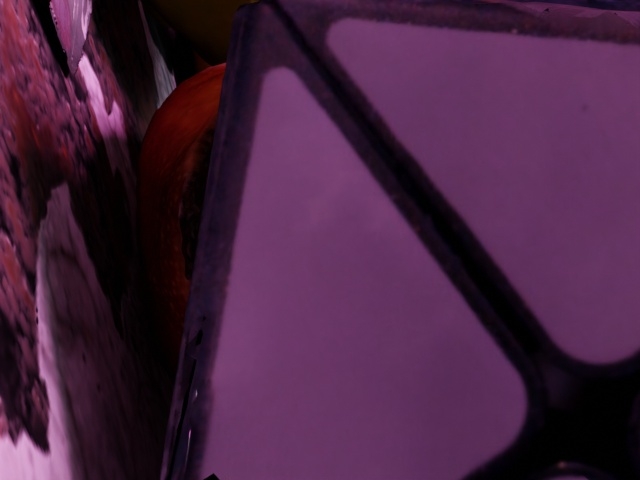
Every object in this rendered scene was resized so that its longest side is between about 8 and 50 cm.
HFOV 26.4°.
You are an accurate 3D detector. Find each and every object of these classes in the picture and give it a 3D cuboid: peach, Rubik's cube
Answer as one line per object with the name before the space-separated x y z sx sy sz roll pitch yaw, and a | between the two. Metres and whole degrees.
peach | -0.054 0.004 0.646 0.279 0.068 0.189 38 54 -78
Rubik's cube | 0.112 0.075 0.590 0.307 0.310 0.305 40 57 -77

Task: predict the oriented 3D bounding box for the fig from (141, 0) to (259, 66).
fig | -0.002 -0.185 0.728 0.203 0.225 0.203 51 17 -22

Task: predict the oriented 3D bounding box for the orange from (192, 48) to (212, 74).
orange | 0.003 -0.107 0.957 0.224 0.170 0.224 -14 90 -83

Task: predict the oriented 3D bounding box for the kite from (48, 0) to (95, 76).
kite | -0.144 -0.247 0.556 0.360 0.022 0.204 74 5 -45
